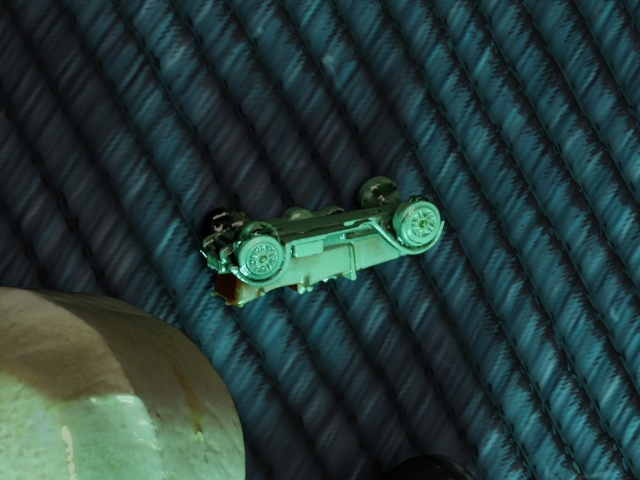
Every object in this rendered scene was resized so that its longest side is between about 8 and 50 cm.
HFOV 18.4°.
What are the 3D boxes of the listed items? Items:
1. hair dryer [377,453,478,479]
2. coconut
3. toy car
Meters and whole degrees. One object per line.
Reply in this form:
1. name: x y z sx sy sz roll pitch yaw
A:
1. hair dryer: 0.080 0.317 1.196 0.189 0.107 0.352 -34 106 -22
2. coconut: -0.143 0.126 1.061 0.202 0.222 0.202 -2 83 18
3. toy car: 0.000 0.000 1.194 0.143 0.073 0.054 -11 105 -22
